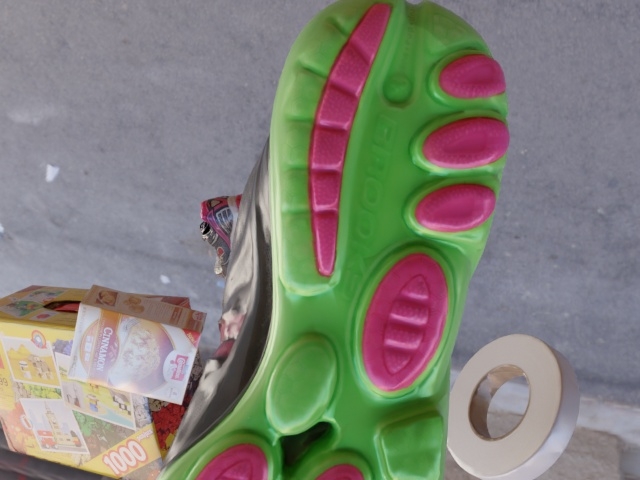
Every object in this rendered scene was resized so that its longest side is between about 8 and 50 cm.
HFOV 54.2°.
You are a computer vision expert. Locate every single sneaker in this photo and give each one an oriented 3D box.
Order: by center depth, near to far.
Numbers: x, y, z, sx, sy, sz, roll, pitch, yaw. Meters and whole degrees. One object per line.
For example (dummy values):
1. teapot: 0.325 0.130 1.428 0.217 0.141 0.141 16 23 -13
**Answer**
1. sneaker: 0.000 0.084 0.445 0.185 0.483 0.202 20 -176 -4
2. sneaker: -0.236 -0.011 1.509 0.112 0.121 0.299 -3 144 -14

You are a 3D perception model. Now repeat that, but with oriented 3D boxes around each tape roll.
1. tape roll: 0.481 0.430 1.613 0.072 0.392 0.392 32 142 -22

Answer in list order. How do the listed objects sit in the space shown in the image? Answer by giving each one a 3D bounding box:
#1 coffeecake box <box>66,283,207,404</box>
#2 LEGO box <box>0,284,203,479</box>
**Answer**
1. coffeecake box: -0.290 0.166 0.993 0.185 0.068 0.142 15 112 -8
2. LEGO box: -0.516 0.317 1.432 0.500 0.193 0.372 1 109 27
